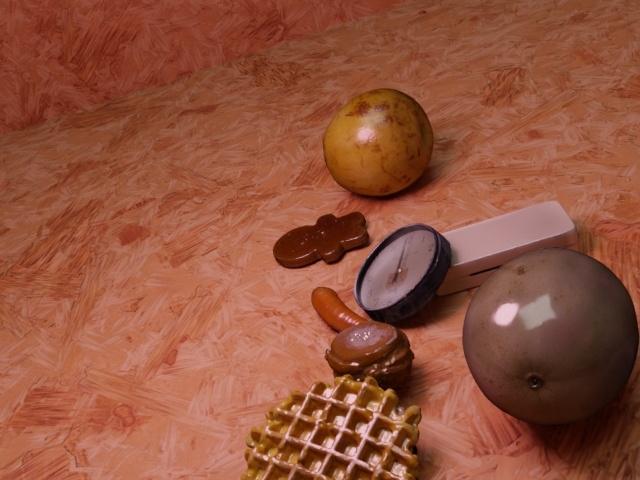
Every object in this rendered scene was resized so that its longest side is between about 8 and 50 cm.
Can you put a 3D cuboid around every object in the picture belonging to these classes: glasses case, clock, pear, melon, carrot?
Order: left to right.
[{"bbox_3d":[0.058,0.163,1.626,0.271,0.066,0.062,35,103,50],"label":"carrot"},{"bbox_3d":[0.142,-0.243,2.007,0.280,0.281,0.281,-14,32,9],"label":"pear"},{"bbox_3d":[0.163,0.063,1.637,0.226,0.049,0.226,-35,31,25],"label":"clock"},{"bbox_3d":[0.365,0.015,1.668,0.312,0.070,0.131,-18,32,3],"label":"glasses case"},{"bbox_3d":[0.368,0.147,1.284,0.268,0.269,0.330,-4,17,24],"label":"melon"}]

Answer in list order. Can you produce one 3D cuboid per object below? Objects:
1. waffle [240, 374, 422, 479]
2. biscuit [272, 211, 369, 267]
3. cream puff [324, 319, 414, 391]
[{"bbox_3d":[0.010,0.352,1.293,0.329,0.062,0.329,-11,48,13],"label":"waffle"},{"bbox_3d":[0.000,0.000,1.917,0.236,0.039,0.180,-15,34,8],"label":"biscuit"},{"bbox_3d":[0.094,0.218,1.457,0.150,0.115,0.165,-25,24,-12],"label":"cream puff"}]
